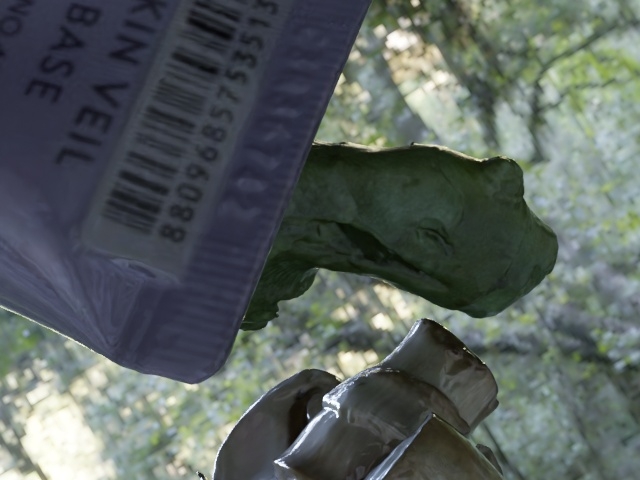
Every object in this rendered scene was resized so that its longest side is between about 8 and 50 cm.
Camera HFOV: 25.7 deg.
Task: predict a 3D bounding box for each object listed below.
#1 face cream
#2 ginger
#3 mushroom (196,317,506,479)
[{"bbox_3d":[-0.126,-0.056,0.417,0.096,0.274,0.154,71,-144,-57],"label":"face cream"},{"bbox_3d":[-0.005,-0.002,0.798,0.290,0.137,0.089,-7,35,-7],"label":"ginger"},{"bbox_3d":[0.055,0.175,0.928,0.195,0.189,0.254,-46,23,-14],"label":"mushroom"}]
